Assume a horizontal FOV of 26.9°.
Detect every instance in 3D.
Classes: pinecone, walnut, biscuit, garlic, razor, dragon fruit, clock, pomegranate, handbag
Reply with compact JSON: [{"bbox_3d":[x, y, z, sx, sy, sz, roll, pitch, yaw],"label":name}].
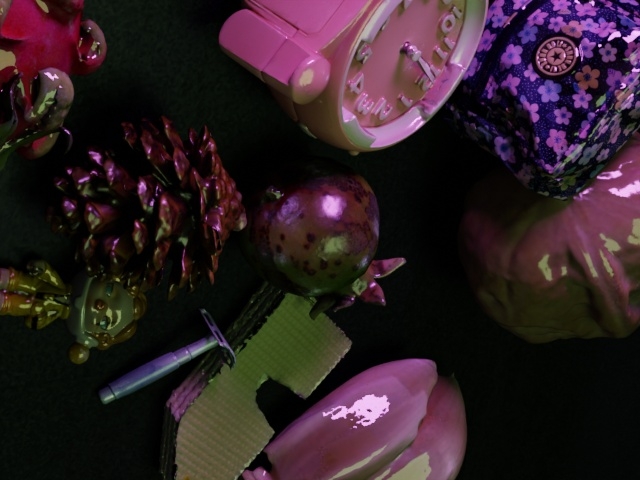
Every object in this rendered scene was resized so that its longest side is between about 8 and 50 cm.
[{"bbox_3d":[-0.150,-0.027,1.152,0.174,0.173,0.173,-22,129,-30],"label":"pinecone"},{"bbox_3d":[0.282,-0.010,1.477,0.273,0.273,0.227,42,51,-47],"label":"walnut"},{"bbox_3d":[-0.080,0.161,1.406,0.250,0.046,0.147,-51,139,-4],"label":"biscuit"},{"bbox_3d":[0.053,0.285,1.548,0.325,0.132,0.279,-21,134,-24],"label":"garlic"},{"bbox_3d":[-0.156,0.125,1.320,0.135,0.068,0.040,-27,130,-10],"label":"razor"},{"bbox_3d":[-0.278,-0.137,0.948,0.218,0.273,0.198,46,39,-42],"label":"dragon fruit"},{"bbox_3d":[0.044,-0.197,1.227,0.227,0.142,0.241,-53,147,0],"label":"clock"},{"bbox_3d":[-0.002,0.003,1.291,0.148,0.148,0.169,-38,112,-16],"label":"pomegranate"},{"bbox_3d":[0.236,-0.176,1.349,0.228,0.208,0.127,-50,151,2],"label":"handbag"}]

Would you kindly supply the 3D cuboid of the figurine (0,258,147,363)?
[{"bbox_3d":[-0.226,0.059,1.200,0.143,0.068,0.101,-17,99,-33],"label":"figurine"}]
